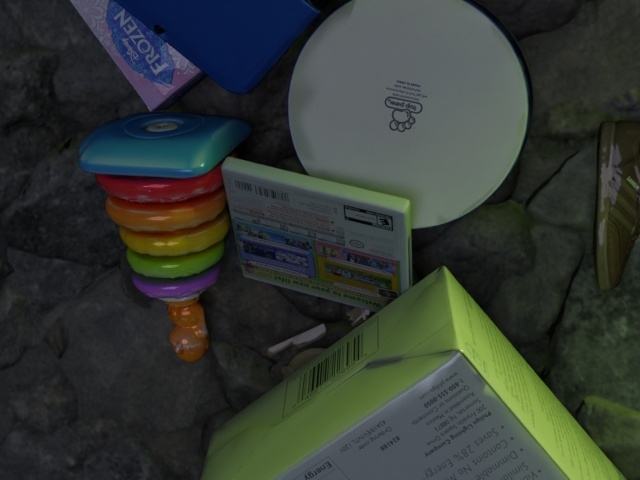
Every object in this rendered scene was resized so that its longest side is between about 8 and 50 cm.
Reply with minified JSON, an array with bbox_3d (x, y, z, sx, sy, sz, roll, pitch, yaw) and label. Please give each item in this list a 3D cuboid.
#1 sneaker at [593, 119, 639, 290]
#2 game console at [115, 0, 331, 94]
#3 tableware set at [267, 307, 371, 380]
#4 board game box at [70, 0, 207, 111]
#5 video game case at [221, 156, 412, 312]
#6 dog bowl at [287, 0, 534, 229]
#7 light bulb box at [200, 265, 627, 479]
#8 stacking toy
[{"bbox_3d":[0.336,-0.036,1.234,0.071,0.066,0.188,1,101,11],"label":"sneaker"},{"bbox_3d":[-0.104,-0.350,1.187,0.293,0.173,0.250,39,69,-12],"label":"game console"},{"bbox_3d":[0.048,0.149,1.346,0.194,0.039,0.128,-25,83,10],"label":"tableware set"},{"bbox_3d":[-0.159,-0.366,1.279,0.318,0.066,0.319,-37,91,16],"label":"board game box"},{"bbox_3d":[0.000,0.000,1.263,0.212,0.023,0.193,14,143,17],"label":"video game case"},{"bbox_3d":[0.100,-0.147,1.245,0.265,0.104,0.265,2,100,12],"label":"dog bowl"},{"bbox_3d":[0.112,0.292,1.226,0.358,0.225,0.361,-36,105,16],"label":"light bulb box"},{"bbox_3d":[-0.168,0.007,1.324,0.165,0.175,0.302,4,115,17],"label":"stacking toy"}]
